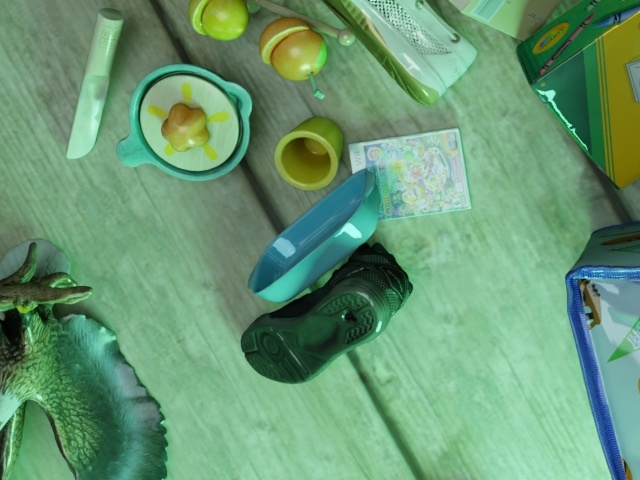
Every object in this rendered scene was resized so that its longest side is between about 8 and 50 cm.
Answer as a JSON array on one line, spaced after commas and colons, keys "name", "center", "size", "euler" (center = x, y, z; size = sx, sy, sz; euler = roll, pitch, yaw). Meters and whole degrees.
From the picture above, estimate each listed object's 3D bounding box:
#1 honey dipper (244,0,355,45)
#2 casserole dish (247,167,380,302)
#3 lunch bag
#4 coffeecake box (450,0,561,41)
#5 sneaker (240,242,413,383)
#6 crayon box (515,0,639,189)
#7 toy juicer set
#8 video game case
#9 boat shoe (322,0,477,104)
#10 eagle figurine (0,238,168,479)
[{"name": "honey dipper", "center": [-0.031, -0.238, 1.725], "size": [0.161, 0.030, 0.030], "euler": [25, 103, 24]}, {"name": "casserole dish", "center": [0.000, 0.000, 1.727], "size": [0.037, 0.114, 0.188], "euler": [42, 116, -18]}, {"name": "lunch bag", "center": [0.382, 0.173, 1.543], "size": [0.239, 0.328, 0.385], "euler": [-11, 93, 17]}, {"name": "coffeecake box", "center": [0.132, -0.286, 1.604], "size": [0.185, 0.142, 0.068], "euler": [48, 110, 29]}, {"name": "sneaker", "center": [0.015, 0.078, 1.755], "size": [0.227, 0.130, 0.087], "euler": [-33, 94, 44]}, {"name": "crayon box", "center": [0.351, -0.195, 1.586], "size": [0.278, 0.081, 0.165], "euler": [-36, 122, 16]}, {"name": "toy juicer set", "center": [-0.141, -0.160, 1.725], "size": [0.329, 0.089, 0.209], "euler": [4, 119, 16]}, {"name": "video game case", "center": [0.095, -0.069, 1.744], "size": [0.122, 0.011, 0.087], "euler": [-8, 96, 16]}, {"name": "boat shoe", "center": [0.053, -0.270, 1.689], "size": [0.096, 0.098, 0.277], "euler": [-42, 97, -6]}, {"name": "eagle figurine", "center": [-0.320, 0.168, 1.818], "size": [0.226, 0.225, 0.298], "euler": [30, 145, 48]}]
